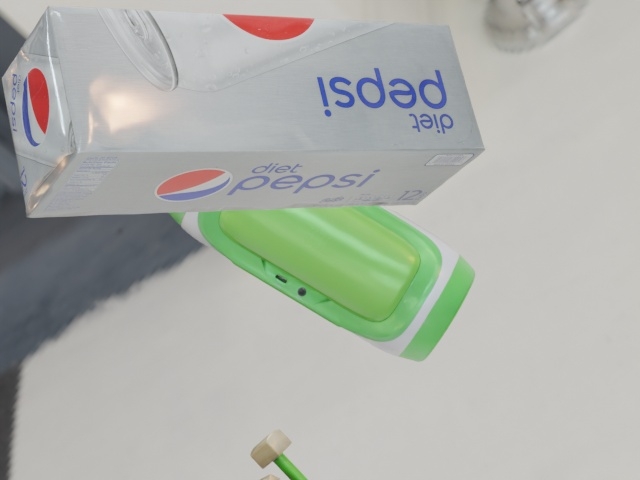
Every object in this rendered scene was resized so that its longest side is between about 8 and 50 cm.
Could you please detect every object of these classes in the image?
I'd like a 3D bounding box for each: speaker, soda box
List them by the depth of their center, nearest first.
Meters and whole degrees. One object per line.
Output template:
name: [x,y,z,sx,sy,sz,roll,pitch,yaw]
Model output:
soda box: [-0.044,-0.079,0.951,0.091,0.286,0.098,-40,58,52]
speaker: [0.000,0.000,1.513,0.131,0.296,0.131,-59,0,1]

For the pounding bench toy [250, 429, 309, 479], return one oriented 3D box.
pounding bench toy: [-0.010,0.141,0.742,0.052,0.065,0.083,-39,29,55]
